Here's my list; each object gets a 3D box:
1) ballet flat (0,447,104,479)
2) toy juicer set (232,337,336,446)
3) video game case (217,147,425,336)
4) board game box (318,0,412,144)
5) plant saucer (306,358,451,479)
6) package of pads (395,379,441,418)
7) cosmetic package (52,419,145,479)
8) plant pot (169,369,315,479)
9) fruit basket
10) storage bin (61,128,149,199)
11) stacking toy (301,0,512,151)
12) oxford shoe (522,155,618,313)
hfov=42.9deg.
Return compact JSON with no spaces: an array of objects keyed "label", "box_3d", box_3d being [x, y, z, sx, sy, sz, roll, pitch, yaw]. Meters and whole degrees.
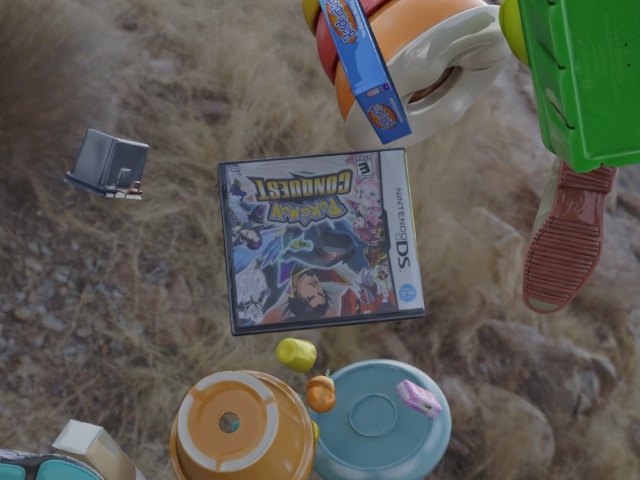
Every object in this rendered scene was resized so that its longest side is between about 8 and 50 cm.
[{"label":"ballet flat","box_3d":[-0.219,0.174,0.614,0.114,0.041,0.041,18,25,-27]},{"label":"toy juicer set","box_3d":[-0.085,0.374,1.639,0.209,0.329,0.089,42,6,38]},{"label":"video game case","box_3d":[0.000,0.000,1.163,0.275,0.248,0.035,-5,-8,-5]},{"label":"board game box","box_3d":[0.051,-0.249,1.060,0.160,0.047,0.210,43,28,-66]},{"label":"plant saucer","box_3d":[0.111,0.370,1.689,0.318,0.043,0.317,-7,46,7]},{"label":"package of pads","box_3d":[0.181,0.293,1.506,0.083,0.032,0.050,30,18,-32]},{"label":"cosmetic package","box_3d":[-0.274,0.276,1.012,0.060,0.115,0.041,3,46,33]},{"label":"plant pot","box_3d":[-0.113,0.261,1.096,0.205,0.205,0.188,35,-18,17]},{"label":"fruit basket","box_3d":[0.383,-0.302,1.113,0.283,0.392,0.392,-8,14,19]},{"label":"storage bin","box_3d":[-0.326,-0.120,1.289,0.098,0.091,0.135,21,8,17]},{"label":"stacking toy","box_3d":[0.085,-0.426,1.464,0.351,0.350,0.480,-9,61,-56]},{"label":"oxford shoe","box_3d":[0.512,-0.041,1.685,0.140,0.397,0.146,17,14,1]}]
